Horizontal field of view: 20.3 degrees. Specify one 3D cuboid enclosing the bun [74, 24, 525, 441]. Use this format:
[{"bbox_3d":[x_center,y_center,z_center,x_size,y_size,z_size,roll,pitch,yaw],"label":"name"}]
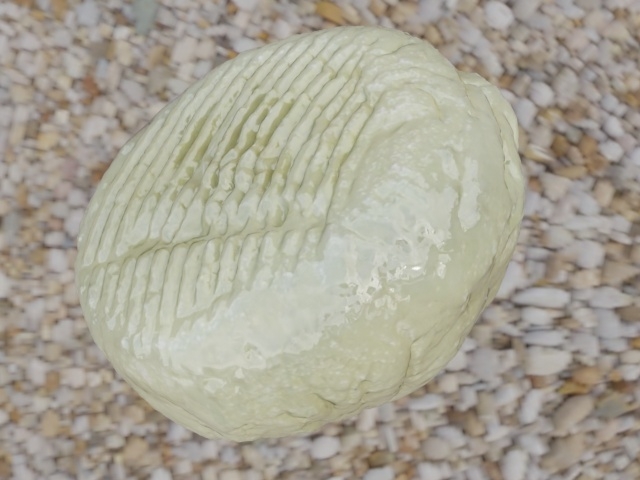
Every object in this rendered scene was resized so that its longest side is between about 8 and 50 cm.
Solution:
[{"bbox_3d":[0.000,0.000,0.840,0.220,0.134,0.220,-21,39,18],"label":"bun"}]
